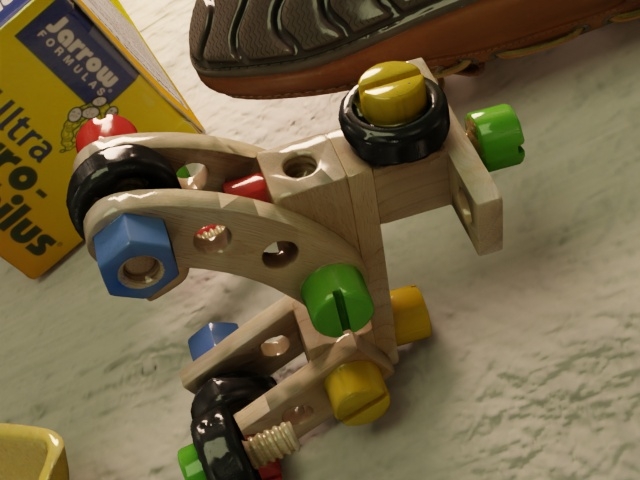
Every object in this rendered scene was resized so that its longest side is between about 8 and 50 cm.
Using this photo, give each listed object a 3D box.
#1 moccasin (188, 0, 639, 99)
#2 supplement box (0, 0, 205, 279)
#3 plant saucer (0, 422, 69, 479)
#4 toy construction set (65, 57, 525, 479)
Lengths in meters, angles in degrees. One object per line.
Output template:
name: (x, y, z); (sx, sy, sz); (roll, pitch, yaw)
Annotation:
moccasin: (0.082, -0.172, 0.789); (0.380, 0.147, 0.139); (-17, 64, 22)
supplement box: (-0.282, -0.173, 1.007); (0.195, 0.194, 0.356); (-40, 43, 4)
plant saucer: (-0.319, 0.285, 0.775); (0.332, 0.081, 0.333); (-2, 58, 37)
toy construction set: (0.000, 0.000, 0.694); (0.237, 0.258, 0.309); (-24, 21, -4)
